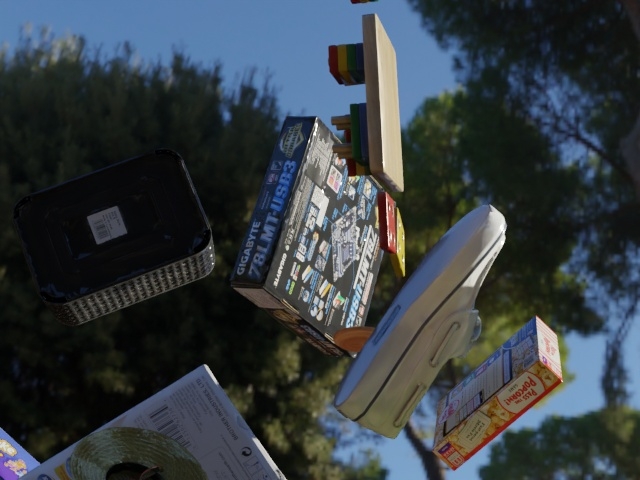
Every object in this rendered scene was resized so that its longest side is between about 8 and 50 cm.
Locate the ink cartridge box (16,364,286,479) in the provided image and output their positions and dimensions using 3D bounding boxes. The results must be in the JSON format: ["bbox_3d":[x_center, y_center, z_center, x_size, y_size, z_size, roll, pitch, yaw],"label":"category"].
[{"bbox_3d":[-0.215,0.300,1.282,0.311,0.186,0.065,-30,-31,-15],"label":"ink cartridge box"}]

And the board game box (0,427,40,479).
[{"bbox_3d":[-0.494,0.361,1.506,0.347,0.078,0.233,39,-72,10],"label":"board game box"}]

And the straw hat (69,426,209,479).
[{"bbox_3d":[-0.185,0.254,1.108,0.144,0.144,0.061,15,-64,-5],"label":"straw hat"}]

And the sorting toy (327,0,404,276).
[{"bbox_3d":[0.040,-0.106,0.973,0.046,0.275,0.132,-4,-5,11],"label":"sorting toy"}]

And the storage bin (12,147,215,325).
[{"bbox_3d":[-0.209,-0.003,1.142,0.180,0.122,0.084,-21,-17,-10],"label":"storage bin"}]

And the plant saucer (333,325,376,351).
[{"bbox_3d":[0.061,0.152,1.689,0.083,0.013,0.083,2,-28,1],"label":"plant saucer"}]

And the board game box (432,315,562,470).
[{"bbox_3d":[0.235,0.202,1.492,0.045,0.147,0.193,43,-70,-7],"label":"board game box"}]

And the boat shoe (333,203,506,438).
[{"bbox_3d":[0.116,0.084,1.114,0.084,0.095,0.258,33,-76,-10],"label":"boat shoe"}]

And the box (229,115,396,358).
[{"bbox_3d":[0.000,0.000,1.773,0.073,0.296,0.293,3,-24,32],"label":"box"}]
